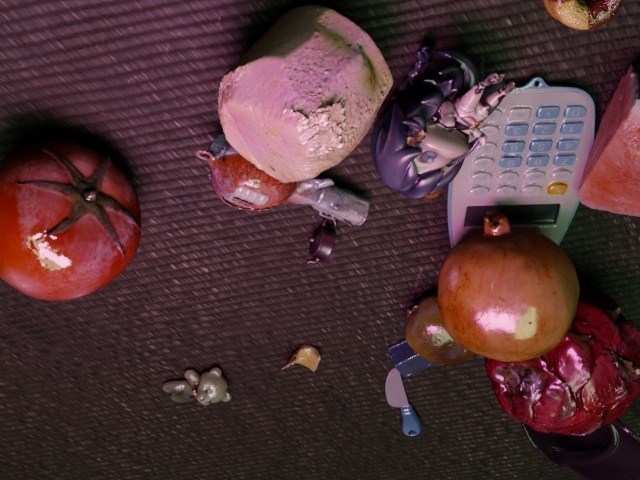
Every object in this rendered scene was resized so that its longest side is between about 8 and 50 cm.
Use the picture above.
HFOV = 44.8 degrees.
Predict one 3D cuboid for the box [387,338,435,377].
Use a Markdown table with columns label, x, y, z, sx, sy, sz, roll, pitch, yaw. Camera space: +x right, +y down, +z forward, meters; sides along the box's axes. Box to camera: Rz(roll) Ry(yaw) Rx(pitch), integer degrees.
| label | x | y | z | sx | sy | sz | roll | pitch | yaw |
| --- | --- | --- | --- | --- | --- | --- | --- | --- | --- |
| box | 0.207 | 0.261 | 1.743 | 0.099 | 0.054 | 0.074 | -29 | 129 | 19 |

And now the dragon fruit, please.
| label | x | y | z | sx | sy | sz | roll | pitch | yaw |
| --- | --- | --- | --- | --- | --- | --- | --- | --- | --- |
| dragon fruit | 0.493 | 0.242 | 1.590 | 0.329 | 0.329 | 0.329 | -3 | 131 | -3 |

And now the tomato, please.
| label | x | y | z | sx | sy | sz | roll | pitch | yaw |
| --- | --- | --- | --- | --- | --- | --- | --- | --- | --- |
| tomato | -0.437 | -0.027 | 1.297 | 0.265 | 0.265 | 0.265 | -3 | 131 | -3 |

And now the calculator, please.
| label | x | y | z | sx | sy | sz | roll | pitch | yaw |
| --- | --- | --- | --- | --- | --- | --- | --- | --- | --- |
| calculator | 0.360 | -0.125 | 1.420 | 0.256 | 0.054 | 0.386 | -2 | 130 | -4 |

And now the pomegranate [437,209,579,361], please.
| label | x | y | z | sx | sy | sz | roll | pitch | yaw |
| --- | --- | --- | --- | --- | --- | --- | --- | --- | --- |
| pomegranate | 0.334 | 0.080 | 1.409 | 0.252 | 0.229 | 0.270 | 4 | 101 | 32 |

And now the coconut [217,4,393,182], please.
| label | x | y | z | sx | sy | sz | roll | pitch | yaw |
| --- | --- | --- | --- | --- | --- | --- | --- | --- | --- |
| coconut | -0.012 | -0.227 | 1.181 | 0.233 | 0.245 | 0.233 | 30 | 154 | 17 |

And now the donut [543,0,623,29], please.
| label | x | y | z | sx | sy | sz | roll | pitch | yaw |
| --- | --- | --- | --- | --- | --- | --- | --- | --- | --- |
| donut | 0.413 | -0.390 | 1.190 | 0.140 | 0.059 | 0.140 | -1 | 129 | -1 |

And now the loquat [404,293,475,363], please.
| label | x | y | z | sx | sy | sz | roll | pitch | yaw |
| --- | --- | --- | --- | --- | --- | --- | --- | --- | --- |
| loquat | 0.266 | 0.186 | 1.626 | 0.195 | 0.152 | 0.152 | 24 | 125 | -14 |

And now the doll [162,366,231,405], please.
| label | x | y | z | sx | sy | sz | roll | pitch | yaw |
| --- | --- | --- | --- | --- | --- | --- | --- | --- | --- |
| doll | -0.281 | 0.344 | 1.762 | 0.150 | 0.077 | 0.115 | -11 | 122 | 19 |

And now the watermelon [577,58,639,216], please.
| label | x | y | z | sx | sy | sz | roll | pitch | yaw |
| --- | --- | --- | --- | --- | --- | --- | --- | --- | --- |
| watermelon | 0.580 | -0.135 | 1.284 | 0.283 | 0.250 | 0.293 | 28 | 107 | -17 |

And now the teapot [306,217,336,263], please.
| label | x | y | z | sx | sy | sz | roll | pitch | yaw |
| --- | --- | --- | --- | --- | --- | --- | --- | --- | --- |
| teapot | 0.000 | 0.000 | 1.488 | 0.045 | 0.068 | 0.100 | 20 | 91 | -19 |

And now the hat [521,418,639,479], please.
| label | x | y | z | sx | sy | sz | roll | pitch | yaw |
| --- | --- | --- | --- | --- | --- | --- | --- | --- | --- |
| hat | 0.630 | 0.412 | 1.799 | 0.209 | 0.336 | 0.238 | -17 | 124 | -43 |

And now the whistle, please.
| label | x | y | z | sx | sy | sz | roll | pitch | yaw |
| --- | --- | --- | --- | --- | --- | --- | --- | --- | --- |
| whistle | -0.065 | -0.099 | 1.358 | 0.346 | 0.134 | 0.142 | 20 | 132 | -32 |

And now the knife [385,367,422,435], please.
| label | x | y | z | sx | sy | sz | roll | pitch | yaw |
| --- | --- | --- | --- | --- | --- | --- | --- | --- | --- |
| knife | 0.193 | 0.392 | 1.879 | 0.058 | 0.032 | 0.244 | -12 | 127 | 16 |

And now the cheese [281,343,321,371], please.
| label | x | y | z | sx | sy | sz | roll | pitch | yaw |
| --- | --- | --- | --- | --- | --- | --- | --- | --- | --- |
| cheese | -0.046 | 0.265 | 1.731 | 0.084 | 0.041 | 0.060 | -3 | 141 | -24 |

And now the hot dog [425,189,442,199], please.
| label | x | y | z | sx | sy | sz | roll | pitch | yaw |
| --- | --- | --- | --- | --- | --- | --- | --- | --- | --- |
| hot dog | 0.194 | -0.115 | 1.423 | 0.058 | 0.035 | 0.083 | -24 | 129 | 15 |

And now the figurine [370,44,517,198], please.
| label | x | y | z | sx | sy | sz | roll | pitch | yaw |
| --- | --- | --- | --- | --- | --- | --- | --- | --- | --- |
| figurine | 0.189 | -0.193 | 1.249 | 0.175 | 0.197 | 0.265 | 30 | 114 | -21 |
